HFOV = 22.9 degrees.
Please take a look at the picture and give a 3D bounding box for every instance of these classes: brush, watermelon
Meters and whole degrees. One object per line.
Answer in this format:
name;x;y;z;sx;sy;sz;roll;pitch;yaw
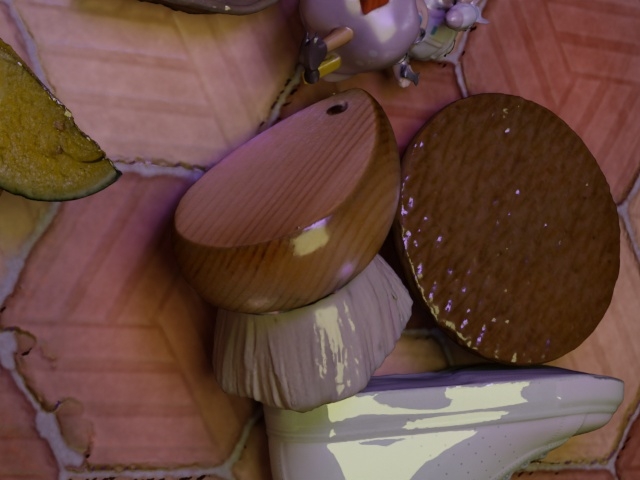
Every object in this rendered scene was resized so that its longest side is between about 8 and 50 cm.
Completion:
brush;0.000;0.000;1.326;0.266;0.174;0.166;-52;133;-40
watermelon;-0.230;-0.100;1.216;0.181;0.092;0.075;45;24;-5

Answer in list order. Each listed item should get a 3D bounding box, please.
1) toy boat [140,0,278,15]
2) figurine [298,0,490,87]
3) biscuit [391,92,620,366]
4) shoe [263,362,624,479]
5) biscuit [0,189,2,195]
toy boat;-0.099;-0.244;1.304;0.188;0.061;0.116;7;87;-31
figurine;0.053;-0.193;1.351;0.229;0.137;0.112;-2;54;-51
biscuit;0.171;-0.010;1.463;0.262;0.037;0.262;8;75;-30
shoe;0.120;0.197;1.415;0.363;0.132;0.160;-2;94;-27
biscuit;-0.351;0.023;1.180;0.160;0.030;0.249;32;76;-28
